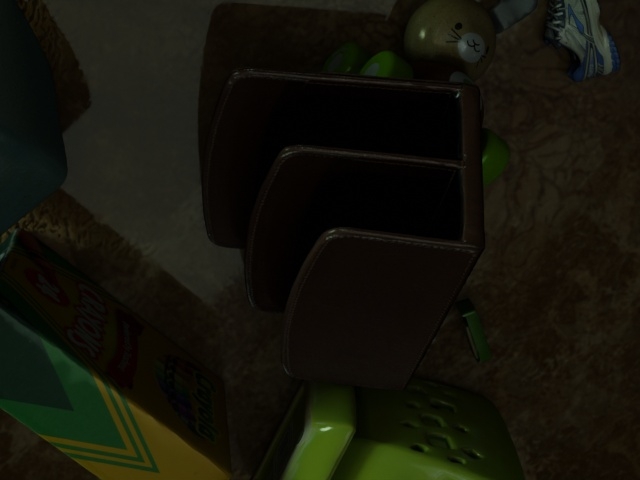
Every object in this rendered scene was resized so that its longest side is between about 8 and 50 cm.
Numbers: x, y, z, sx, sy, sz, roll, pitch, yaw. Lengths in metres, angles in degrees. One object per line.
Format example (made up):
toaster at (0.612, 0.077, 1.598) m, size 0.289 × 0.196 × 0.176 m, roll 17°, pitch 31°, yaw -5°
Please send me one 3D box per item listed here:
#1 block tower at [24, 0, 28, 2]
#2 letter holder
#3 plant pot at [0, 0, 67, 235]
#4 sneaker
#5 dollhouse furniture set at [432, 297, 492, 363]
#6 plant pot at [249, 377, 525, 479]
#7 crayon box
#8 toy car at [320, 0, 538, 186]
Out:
block tower at (-0.175, -0.357, 1.017) m, size 0.097 × 0.091 × 0.335 m, roll 39°, pitch 100°, yaw -17°
letter holder at (0.000, 0.000, 1.033) m, size 0.214 × 0.152 × 0.302 m, roll 5°, pitch 152°, yaw -6°
plant pot at (-0.351, -0.111, 0.977) m, size 0.247 × 0.248 × 0.252 m, roll -36°, pitch 141°, yaw 24°
sneaker at (0.237, -0.210, 1.136) m, size 0.058 × 0.052 × 0.135 m, roll -26°, pitch 109°, yaw 6°
dollhouse furniture set at (0.090, 0.111, 1.208) m, size 0.151 × 0.076 × 0.059 m, roll -20°, pitch 111°, yaw -1°
plant pot at (0.049, 0.252, 1.176) m, size 0.207 × 0.228 × 0.227 m, roll 25°, pitch 103°, yaw -6°
crayon box at (-0.191, 0.139, 1.118) m, size 0.318 × 0.202 × 0.081 m, roll 40°, pitch 99°, yaw -18°
toy car at (0.123, -0.173, 1.095) m, size 0.155 × 0.149 × 0.188 m, roll 34°, pitch 89°, yaw -28°
